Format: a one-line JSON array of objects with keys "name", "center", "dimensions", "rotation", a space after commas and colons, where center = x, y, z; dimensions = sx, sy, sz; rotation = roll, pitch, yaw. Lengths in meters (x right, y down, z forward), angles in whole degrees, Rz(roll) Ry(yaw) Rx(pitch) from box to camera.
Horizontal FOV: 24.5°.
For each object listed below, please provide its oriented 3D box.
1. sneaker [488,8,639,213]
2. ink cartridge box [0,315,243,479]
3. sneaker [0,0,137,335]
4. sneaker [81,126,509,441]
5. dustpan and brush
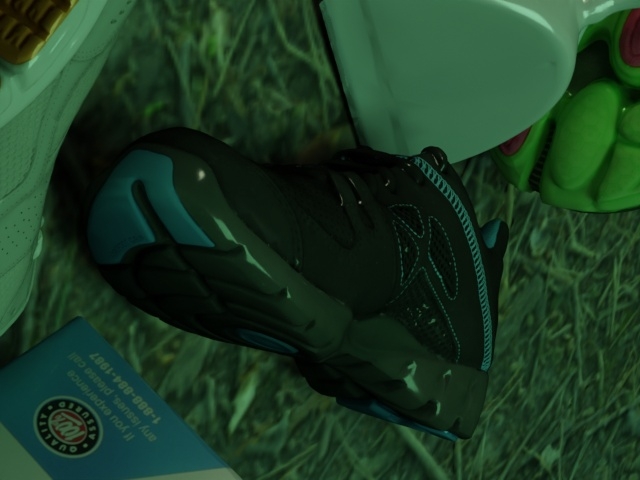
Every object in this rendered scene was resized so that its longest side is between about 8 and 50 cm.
[{"name": "sneaker", "center": [0.302, -0.189, 0.911], "dimensions": [0.483, 0.185, 0.202], "rotation": [-45, 156, -2]}, {"name": "ink cartridge box", "center": [-0.146, 0.215, 0.620], "dimensions": [0.270, 0.198, 0.197], "rotation": [-35, 155, -28]}, {"name": "sneaker", "center": [-0.148, -0.028, 0.603], "dimensions": [0.262, 0.099, 0.121], "rotation": [-52, 149, 1]}, {"name": "sneaker", "center": [0.000, 0.000, 0.771], "dimensions": [0.341, 0.125, 0.139], "rotation": [36, 71, -58]}, {"name": "dustpan and brush", "center": [0.117, -0.114, 0.804], "dimensions": [0.147, 0.211, 0.060], "rotation": [71, 16, -47]}]
